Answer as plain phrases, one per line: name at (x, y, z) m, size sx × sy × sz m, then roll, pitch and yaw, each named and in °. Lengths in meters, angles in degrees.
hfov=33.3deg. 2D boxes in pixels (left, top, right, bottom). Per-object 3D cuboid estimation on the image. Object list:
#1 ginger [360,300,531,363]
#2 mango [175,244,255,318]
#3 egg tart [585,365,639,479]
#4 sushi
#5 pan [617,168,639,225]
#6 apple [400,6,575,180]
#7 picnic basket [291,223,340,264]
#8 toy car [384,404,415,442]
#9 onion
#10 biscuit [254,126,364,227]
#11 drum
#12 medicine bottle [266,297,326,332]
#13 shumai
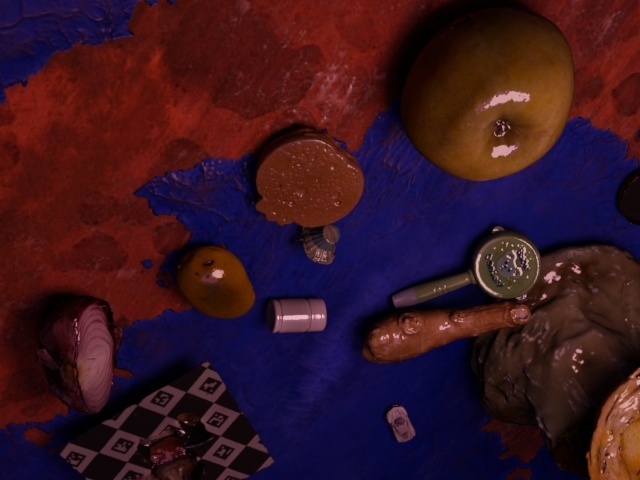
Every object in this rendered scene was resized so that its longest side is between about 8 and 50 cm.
ginger at (0.205, 0.144, 1.799) m, size 0.295 × 0.086 × 0.131 m, roll -14°, pitch 157°, yaw 15°
mango at (-0.158, 0.071, 1.673) m, size 0.103 × 0.076 × 0.161 m, roll -40°, pitch 136°, yaw 3°
egg tart at (0.511, 0.293, 1.641) m, size 0.288 × 0.118 × 0.288 m, roll -8°, pitch 114°, yaw -19°
sushi at (-0.262, 0.346, 1.843) m, size 0.294 × 0.059 × 0.292 m, roll -28°, pitch 129°, yaw 2°
pan at (0.604, -0.105, 1.829) m, size 0.212 × 0.040 × 0.115 m, roll -32°, pitch 128°, yaw 14°
apple at (0.245, -0.206, 1.535) m, size 0.261 × 0.194 × 0.260 m, roll -8°, pitch 133°, yaw -9°
picnic basket at (0.000, 0.000, 1.686) m, size 0.065 × 0.083 × 0.083 m, roll 5°, pitch 161°, yaw -30°
toy car at (0.149, 0.343, 2.006) m, size 0.041 × 0.025 × 0.093 m, roll -27°, pitch 129°, yaw 0°
onion at (-0.378, 0.167, 1.652) m, size 0.098 × 0.151 × 0.205 m, roll 9°, pitch 115°, yaw 15°
biscuit at (-0.025, -0.091, 1.618) m, size 0.170 × 0.050 × 0.170 m, roll -4°, pitch 126°, yaw -5°
drum at (0.256, 0.079, 1.808) m, size 0.253 × 0.049 × 0.130 m, roll -35°, pitch 95°, yaw 11°
medicine bottle at (-0.040, 0.123, 1.760) m, size 0.089 × 0.057 × 0.057 m, roll -1°, pitch 125°, yaw -19°
shumai at (0.463, 0.231, 1.849) m, size 0.324 × 0.323 × 0.397 m, roll 14°, pitch 117°, yaw -25°
